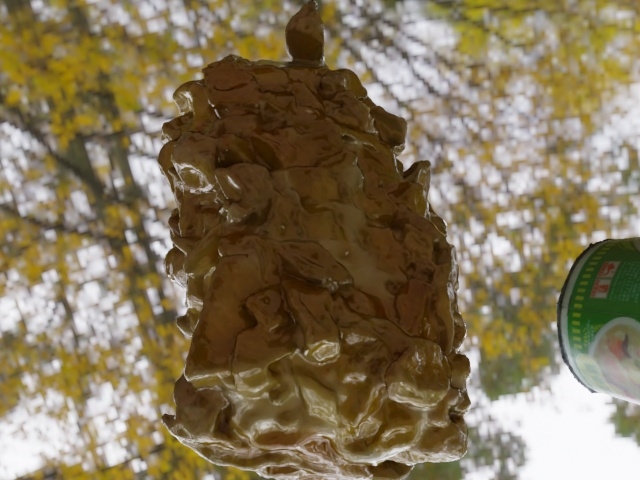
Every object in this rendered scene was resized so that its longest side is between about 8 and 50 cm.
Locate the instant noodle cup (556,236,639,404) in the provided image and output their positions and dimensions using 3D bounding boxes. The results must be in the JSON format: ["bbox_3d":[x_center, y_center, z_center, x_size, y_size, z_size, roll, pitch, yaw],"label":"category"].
[{"bbox_3d":[0.339,0.073,1.317,0.207,0.207,0.233,-39,-154,-32],"label":"instant noodle cup"}]

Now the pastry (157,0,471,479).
[{"bbox_3d":[0.000,0.000,0.720,0.154,0.102,0.250,8,-136,-13],"label":"pastry"}]
